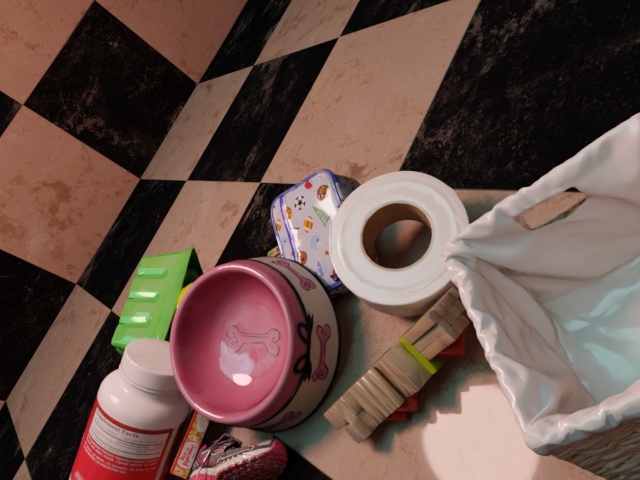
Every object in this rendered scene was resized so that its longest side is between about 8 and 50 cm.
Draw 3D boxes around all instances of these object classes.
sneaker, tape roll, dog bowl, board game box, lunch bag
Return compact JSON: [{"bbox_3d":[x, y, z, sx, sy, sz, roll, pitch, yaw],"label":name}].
[{"bbox_3d":[-0.194,0.484,1.137,0.299,0.120,0.112,-30,38,33],"label":"sneaker"},{"bbox_3d":[0.162,0.006,1.038,0.285,0.100,0.287,-8,67,18],"label":"tape roll"},{"bbox_3d":[-0.165,0.227,1.150,0.407,0.150,0.409,-6,77,28],"label":"dog bowl"},{"bbox_3d":[-0.318,0.485,1.292,0.147,0.045,0.194,132,160,-67],"label":"board game box"},{"bbox_3d":[0.000,0.000,1.247,0.243,0.114,0.304,-26,68,30],"label":"lunch bag"}]

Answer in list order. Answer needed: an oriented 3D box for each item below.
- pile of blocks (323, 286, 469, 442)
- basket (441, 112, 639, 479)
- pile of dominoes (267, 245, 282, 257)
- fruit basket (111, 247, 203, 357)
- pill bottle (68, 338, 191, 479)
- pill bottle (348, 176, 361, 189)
[{"bbox_3d":[0.160,0.252,0.955,0.112,0.149,0.362,45,113,12],"label":"pile of blocks"},{"bbox_3d":[0.394,0.083,0.657,0.328,0.266,0.332,-37,39,23],"label":"basket"},{"bbox_3d":[-0.124,0.128,1.420,0.195,0.040,0.251,-32,40,28],"label":"pile of dominoes"},{"bbox_3d":[-0.386,0.219,1.530,0.391,0.283,0.392,0,56,-1],"label":"fruit basket"},{"bbox_3d":[-0.463,0.468,1.285,0.229,0.228,0.408,36,107,55],"label":"pill bottle"},{"bbox_3d":[0.041,-0.082,1.355,0.169,0.094,0.094,-37,38,23],"label":"pill bottle"}]
